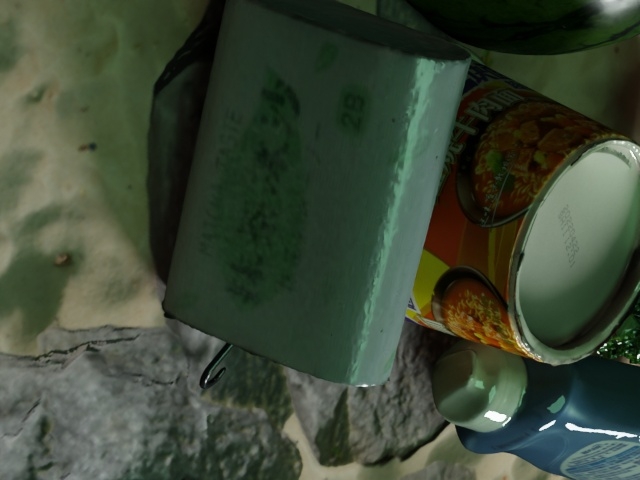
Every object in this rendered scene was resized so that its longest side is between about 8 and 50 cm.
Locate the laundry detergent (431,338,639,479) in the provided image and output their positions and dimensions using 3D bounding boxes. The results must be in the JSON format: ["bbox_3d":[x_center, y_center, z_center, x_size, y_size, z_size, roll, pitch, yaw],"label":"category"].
[{"bbox_3d":[0.194,0.133,1.501,0.290,0.143,0.094,21,64,-39],"label":"laundry detergent"}]

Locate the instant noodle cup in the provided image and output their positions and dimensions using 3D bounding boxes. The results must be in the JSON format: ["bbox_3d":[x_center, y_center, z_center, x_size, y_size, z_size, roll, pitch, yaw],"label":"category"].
[{"bbox_3d":[0.123,-0.018,1.318,0.213,0.174,0.213,-23,124,-40],"label":"instant noodle cup"}]

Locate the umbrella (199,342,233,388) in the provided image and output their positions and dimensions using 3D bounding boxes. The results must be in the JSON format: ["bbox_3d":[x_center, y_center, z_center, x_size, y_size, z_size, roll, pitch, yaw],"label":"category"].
[{"bbox_3d":[-0.002,-0.001,1.349,0.269,0.044,0.044,-53,159,-4],"label":"umbrella"}]

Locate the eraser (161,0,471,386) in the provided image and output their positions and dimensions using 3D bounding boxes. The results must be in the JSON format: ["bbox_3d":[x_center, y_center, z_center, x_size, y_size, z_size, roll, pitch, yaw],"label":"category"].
[{"bbox_3d":[-0.008,-0.037,1.242,0.081,0.174,0.227,-23,130,-60],"label":"eraser"}]

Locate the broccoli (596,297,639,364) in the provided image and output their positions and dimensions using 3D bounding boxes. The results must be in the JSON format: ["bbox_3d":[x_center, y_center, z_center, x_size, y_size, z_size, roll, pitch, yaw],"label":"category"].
[{"bbox_3d":[0.239,0.019,1.459,0.195,0.195,0.156,15,123,-40],"label":"broccoli"}]

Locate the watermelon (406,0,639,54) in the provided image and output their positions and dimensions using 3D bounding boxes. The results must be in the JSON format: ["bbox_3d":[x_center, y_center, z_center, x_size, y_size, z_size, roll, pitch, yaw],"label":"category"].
[{"bbox_3d":[0.195,-0.265,1.268,0.330,0.189,0.331,-13,113,-31],"label":"watermelon"}]
